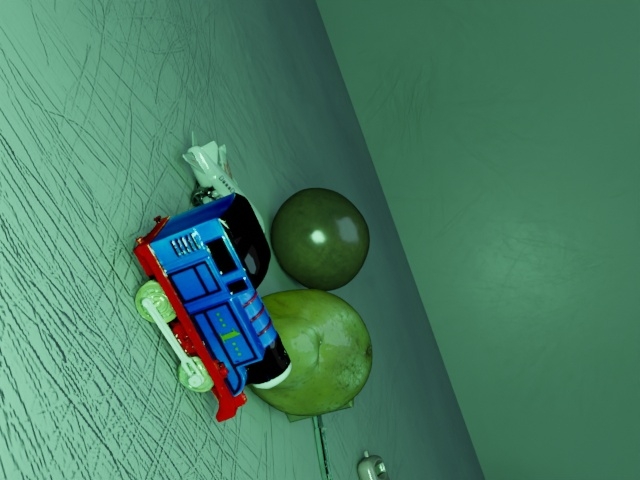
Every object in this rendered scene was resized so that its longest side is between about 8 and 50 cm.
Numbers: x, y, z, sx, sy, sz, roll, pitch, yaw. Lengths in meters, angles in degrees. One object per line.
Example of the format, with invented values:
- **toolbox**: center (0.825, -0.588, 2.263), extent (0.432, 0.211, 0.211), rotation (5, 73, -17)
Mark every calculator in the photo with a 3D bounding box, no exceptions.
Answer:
- **calculator**: center (0.103, 0.439, 1.240), extent (0.100, 0.032, 0.175), rotation (27, 44, -72)

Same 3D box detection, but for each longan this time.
- **longan**: center (0.000, 0.000, 1.222), extent (0.187, 0.167, 0.167), rotation (91, -12, -59)

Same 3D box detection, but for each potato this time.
- **potato**: center (-0.029, 0.136, 0.895), extent (0.194, 0.157, 0.157), rotation (18, 52, -60)

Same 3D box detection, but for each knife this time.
- **knife**: center (-0.002, 0.274, 1.093), extent (0.028, 0.015, 0.210), rotation (61, 14, -56)

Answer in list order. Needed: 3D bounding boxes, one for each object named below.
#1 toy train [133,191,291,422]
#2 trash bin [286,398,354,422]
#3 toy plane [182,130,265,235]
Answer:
- **toy train**: center (-0.099, 0.066, 0.730), extent (0.083, 0.131, 0.204), rotation (-79, 147, -68)
- **trash bin**: center (-0.003, 0.209, 1.007), extent (0.061, 0.092, 0.043), rotation (-74, 143, -70)
- **toy plane**: center (-0.126, -0.058, 0.965), extent (0.162, 0.065, 0.171), rotation (-90, 158, -59)
